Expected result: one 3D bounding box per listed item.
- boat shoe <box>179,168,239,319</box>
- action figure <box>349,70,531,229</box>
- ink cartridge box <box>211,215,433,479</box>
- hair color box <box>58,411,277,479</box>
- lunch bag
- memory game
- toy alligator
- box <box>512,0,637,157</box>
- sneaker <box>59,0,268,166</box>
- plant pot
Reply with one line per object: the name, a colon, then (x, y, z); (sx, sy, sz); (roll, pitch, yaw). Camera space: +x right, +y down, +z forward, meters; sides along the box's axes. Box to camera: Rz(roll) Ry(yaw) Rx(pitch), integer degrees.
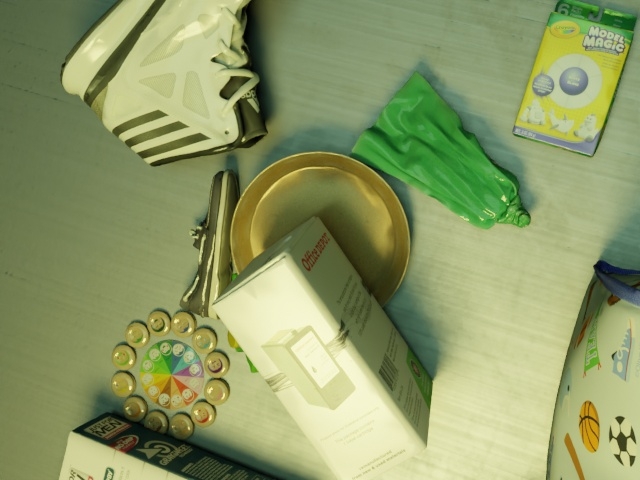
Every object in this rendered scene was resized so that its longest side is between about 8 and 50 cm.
boat shoe: (-0.154, 0.003, 1.229); (0.065, 0.075, 0.206); (9, 99, 12)
action figure: (0.168, -0.090, 1.143); (0.232, 0.063, 0.137); (40, 99, 15)
ink cartridge box: (0.013, 0.127, 1.094); (0.115, 0.198, 0.273); (-34, 96, 16)
hair color box: (-0.184, 0.379, 1.229); (0.347, 0.105, 0.174); (18, 100, 14)
lunch bag: (0.361, 0.204, 0.933); (0.239, 0.385, 0.328); (10, 93, 15)
memory game: (-0.214, 0.190, 1.283); (0.186, 0.012, 0.186); (0, 92, 15)
toy alligator: (-0.106, 0.086, 1.235); (0.051, 0.056, 0.189); (-21, 76, 58)
box: (0.312, -0.201, 1.112); (0.105, 0.043, 0.179); (18, 95, 14)
sneaker: (-0.112, -0.274, 1.186); (0.257, 0.169, 0.447); (46, 110, 1)
plant pot: (0.000, 0.000, 1.191); (0.236, 0.032, 0.236); (2, 101, 8)
